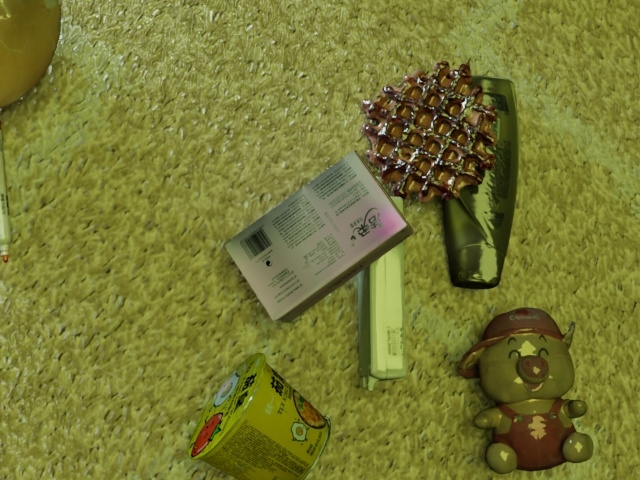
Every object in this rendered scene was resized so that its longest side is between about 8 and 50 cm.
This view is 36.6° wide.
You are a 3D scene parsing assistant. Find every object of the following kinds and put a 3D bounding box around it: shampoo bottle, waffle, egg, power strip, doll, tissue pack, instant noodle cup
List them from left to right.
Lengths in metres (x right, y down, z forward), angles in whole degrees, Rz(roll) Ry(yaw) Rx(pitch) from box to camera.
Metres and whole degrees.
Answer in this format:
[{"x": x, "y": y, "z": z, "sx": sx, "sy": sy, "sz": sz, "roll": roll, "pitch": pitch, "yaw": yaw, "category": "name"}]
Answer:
[{"x": -0.479, "y": -0.310, "z": 1.400, "sx": 0.201, "sy": 0.201, "sz": 0.245, "roll": 7, "pitch": 92, "yaw": -13, "category": "egg"}, {"x": -0.083, "y": 0.278, "z": 1.407, "sx": 0.144, "sy": 0.182, "sz": 0.182, "roll": 38, "pitch": 73, "yaw": -15, "category": "instant noodle cup"}, {"x": 0.000, "y": 0.000, "z": 1.457, "sx": 0.246, "sy": 0.092, "sz": 0.149, "roll": -35, "pitch": 77, "yaw": 7, "category": "tissue pack"}, {"x": 0.094, "y": 0.066, "z": 1.522, "sx": 0.058, "sy": 0.098, "sz": 0.339, "roll": 1, "pitch": 79, "yaw": -11, "category": "power strip"}, {"x": 0.179, "y": -0.171, "z": 1.570, "sx": 0.221, "sy": 0.055, "sz": 0.234, "roll": -22, "pitch": 71, "yaw": 11, "category": "waffle"}, {"x": 0.264, "y": -0.096, "z": 1.603, "sx": 0.125, "sy": 0.084, "sz": 0.350, "roll": 3, "pitch": 79, "yaw": -3, "category": "shampoo bottle"}, {"x": 0.323, "y": 0.232, "z": 1.523, "sx": 0.196, "sy": 0.152, "sz": 0.256, "roll": 1, "pitch": 75, "yaw": -27, "category": "doll"}]

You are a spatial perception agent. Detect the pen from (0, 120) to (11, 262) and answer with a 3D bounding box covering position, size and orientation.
[{"x": -0.479, "y": -0.074, "z": 1.443, "sx": 0.026, "sy": 0.026, "sz": 0.218, "roll": -6, "pitch": 81, "yaw": -15, "category": "pen"}]
